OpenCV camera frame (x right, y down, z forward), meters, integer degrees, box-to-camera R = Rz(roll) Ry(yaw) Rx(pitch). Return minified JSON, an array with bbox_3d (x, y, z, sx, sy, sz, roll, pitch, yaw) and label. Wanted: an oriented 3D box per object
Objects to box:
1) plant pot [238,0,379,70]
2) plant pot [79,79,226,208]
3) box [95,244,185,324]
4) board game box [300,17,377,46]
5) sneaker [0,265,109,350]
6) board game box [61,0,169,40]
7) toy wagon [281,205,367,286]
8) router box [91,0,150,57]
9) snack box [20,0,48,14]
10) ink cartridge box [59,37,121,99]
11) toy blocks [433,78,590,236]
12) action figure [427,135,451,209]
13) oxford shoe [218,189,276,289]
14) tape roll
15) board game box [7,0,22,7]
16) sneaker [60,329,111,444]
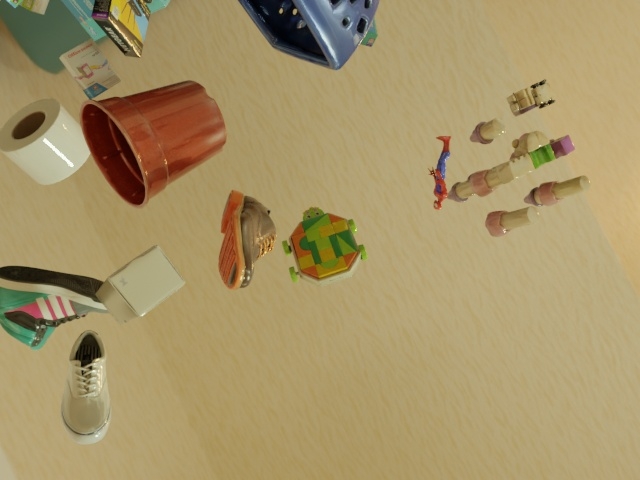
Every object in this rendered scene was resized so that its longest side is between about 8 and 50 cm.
[{"bbox_3d":[-0.017,-0.465,0.886,0.212,0.236,0.236,-48,135,-4],"label":"plant pot"},{"bbox_3d":[-0.395,-0.258,1.286,0.265,0.272,0.272,-35,-178,-33],"label":"plant pot"},{"bbox_3d":[-0.371,0.097,1.053,0.113,0.094,0.275,-39,-172,-27],"label":"box"},{"bbox_3d":[0.047,-0.628,1.442,0.210,0.160,0.047,5,152,-20],"label":"board game box"},{"bbox_3d":[-0.631,0.179,1.253,0.295,0.178,0.124,15,-164,-17],"label":"sneaker"},{"bbox_3d":[-0.701,-0.839,1.713,0.336,0.254,0.079,-11,-133,25],"label":"board game box"},{"bbox_3d":[0.000,0.000,1.813,0.267,0.344,0.068,-18,144,-1],"label":"toy wagon"},{"bbox_3d":[-0.470,-0.540,1.242,0.046,0.133,0.179,8,173,5],"label":"router box"},{"bbox_3d":[-0.796,-0.722,1.349,0.175,0.207,0.070,-61,-173,15],"label":"snack box"},{"bbox_3d":[-0.587,-0.437,1.330,0.088,0.122,0.052,-42,-154,-21],"label":"ink cartridge box"},{"bbox_3d":[0.463,-0.191,1.341,0.288,0.309,0.260,-25,-177,-28],"label":"toy blocks"},{"bbox_3d":[0.189,-0.106,0.826,0.030,0.115,0.038,-1,-173,-4],"label":"action figure"},{"bbox_3d":[-0.162,-0.007,1.228,0.364,0.132,0.130,-101,-149,-56],"label":"oxford shoe"},{"bbox_3d":[-0.927,-0.333,1.762,0.246,0.246,0.169,-27,140,1],"label":"tape roll"},{"bbox_3d":[-0.670,-0.650,1.194,0.211,0.160,0.039,-47,153,-3],"label":"board game box"},{"bbox_3d":[-0.478,0.287,1.054,0.094,0.258,0.091,-5,124,-26],"label":"sneaker"}]
